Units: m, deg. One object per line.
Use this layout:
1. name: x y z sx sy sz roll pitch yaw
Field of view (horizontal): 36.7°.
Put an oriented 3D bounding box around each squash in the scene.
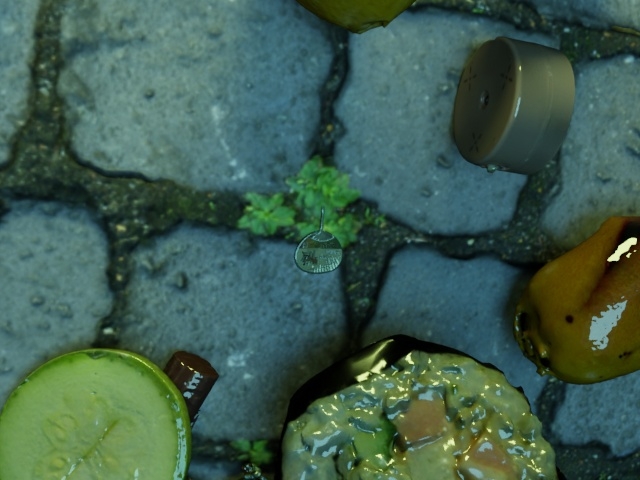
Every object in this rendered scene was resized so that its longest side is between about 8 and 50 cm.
1. squash: -0.249 0.226 1.061 0.219 0.041 0.219 0 89 3

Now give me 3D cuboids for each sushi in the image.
1. sushi: 0.094 0.309 1.142 0.328 0.285 0.329 -27 74 -16

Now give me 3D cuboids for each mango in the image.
1. mango: 0.381 0.074 1.227 0.287 0.152 0.201 -34 104 -10

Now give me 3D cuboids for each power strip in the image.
1. power strip: 0.219 -0.151 1.106 0.078 0.154 0.154 8 102 -20

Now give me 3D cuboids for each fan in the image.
1. fan: -0.007 0.007 1.152 0.060 0.003 0.080 -28 112 -11

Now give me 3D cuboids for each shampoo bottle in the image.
1. shampoo bottle: -0.201 0.241 1.114 0.068 0.067 0.236 29 95 -10

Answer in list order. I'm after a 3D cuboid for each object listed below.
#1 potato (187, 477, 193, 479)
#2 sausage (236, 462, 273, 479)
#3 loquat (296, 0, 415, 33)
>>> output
1. potato: -0.201 0.383 1.143 0.117 0.090 0.225 45 81 -18
2. sausage: -0.080 0.447 1.210 0.082 0.082 0.371 -8 106 -17
3. loquat: 0.029 -0.328 0.977 0.176 0.187 0.234 -16 103 -50
